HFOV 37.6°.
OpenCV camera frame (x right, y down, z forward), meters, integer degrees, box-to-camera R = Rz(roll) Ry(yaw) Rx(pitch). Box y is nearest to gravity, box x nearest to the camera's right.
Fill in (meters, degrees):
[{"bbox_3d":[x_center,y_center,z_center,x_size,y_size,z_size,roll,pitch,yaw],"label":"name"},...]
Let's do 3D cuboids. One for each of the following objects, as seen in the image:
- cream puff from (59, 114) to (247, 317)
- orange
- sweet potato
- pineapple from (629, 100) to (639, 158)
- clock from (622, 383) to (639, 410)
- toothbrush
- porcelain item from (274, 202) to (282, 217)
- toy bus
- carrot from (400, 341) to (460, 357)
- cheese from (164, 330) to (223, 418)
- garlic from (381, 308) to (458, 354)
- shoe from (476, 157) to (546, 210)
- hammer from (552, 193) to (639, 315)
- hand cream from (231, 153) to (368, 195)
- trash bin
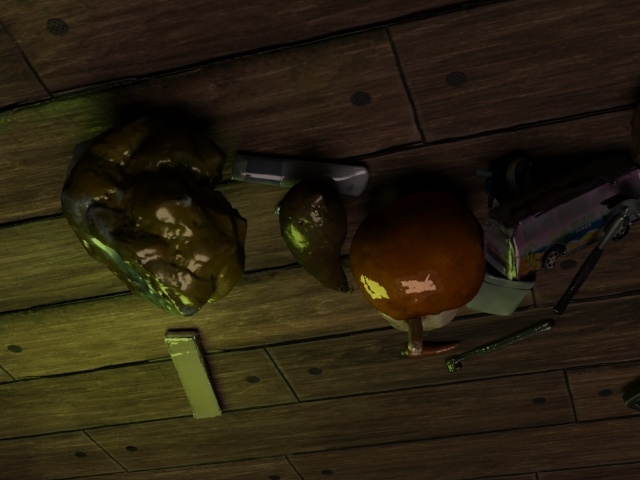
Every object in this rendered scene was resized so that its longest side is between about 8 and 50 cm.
[{"bbox_3d":[-0.270,-0.055,1.662,0.378,0.275,0.378,35,159,16],"label":"cream puff"},{"bbox_3d":[0.183,0.029,1.762,0.261,0.261,0.261,1,142,1],"label":"orange"},{"bbox_3d":[-0.004,-0.001,1.807,0.131,0.130,0.422,-2,154,5],"label":"sweet potato"},{"bbox_3d":[0.690,-0.167,1.593,0.341,0.169,0.169,12,142,-29],"label":"pineapple"},{"bbox_3d":[0.929,0.365,2.313,0.274,0.049,0.279,19,139,-21],"label":"clock"},{"bbox_3d":[0.420,0.249,2.211,0.297,0.030,0.030,-29,158,31],"label":"toothbrush"},{"bbox_3d":[-0.053,-0.063,1.842,0.083,0.028,0.036,-14,122,21],"label":"porcelain item"},{"bbox_3d":[0.442,-0.048,1.677,0.317,0.112,0.137,-25,130,-18],"label":"toy bus"},{"bbox_3d":[0.260,0.257,2.227,0.142,0.035,0.035,-7,141,1],"label":"carrot"},{"bbox_3d":[-0.314,0.344,2.362,0.085,0.034,0.400,-1,142,4],"label":"cheese"},{"bbox_3d":[0.205,0.153,1.946,0.199,0.226,0.199,2,136,2],"label":"garlic"},{"bbox_3d":[0.367,-0.080,1.764,0.106,0.091,0.207,0,150,36],"label":"shoe"},{"bbox_3d":[0.480,0.027,1.658,0.103,0.029,0.246,25,102,-38],"label":"hammer"},{"bbox_3d":[-0.038,-0.122,1.754,0.255,0.048,0.079,5,147,-8],"label":"hand cream"},{"bbox_3d":[0.380,0.099,1.998,0.116,0.059,0.130,11,142,-7],"label":"trash bin"}]
